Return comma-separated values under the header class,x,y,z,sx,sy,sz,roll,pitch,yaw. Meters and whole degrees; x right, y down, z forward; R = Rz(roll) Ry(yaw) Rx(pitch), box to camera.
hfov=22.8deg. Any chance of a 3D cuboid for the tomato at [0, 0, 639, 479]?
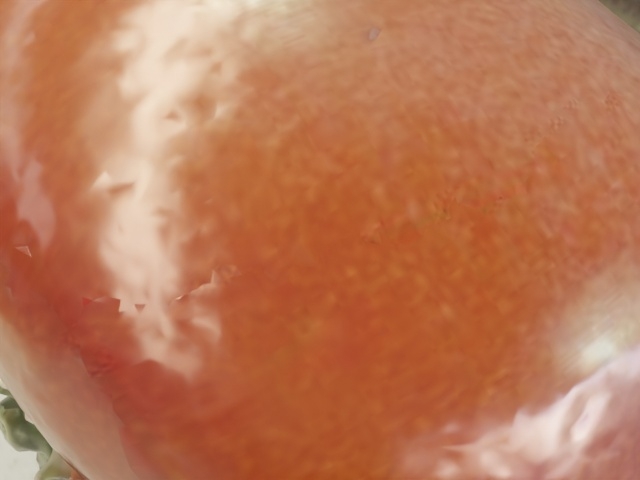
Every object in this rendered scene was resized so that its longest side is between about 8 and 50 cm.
class,x,y,z,sx,sy,sz,roll,pitch,yaw
tomato,0.000,0.000,0.585,0.273,0.341,0.341,-33,67,-13
